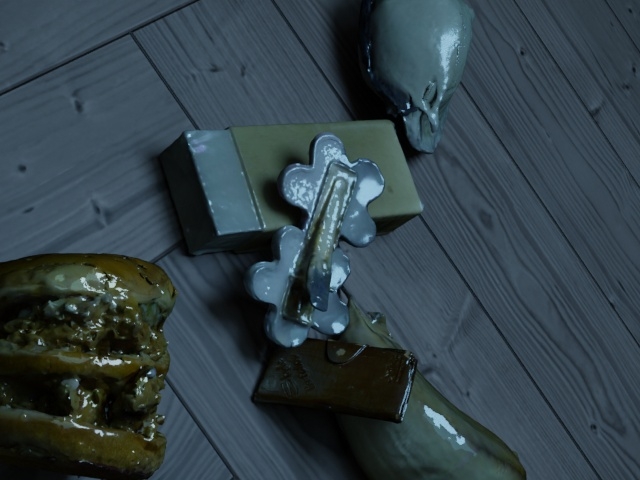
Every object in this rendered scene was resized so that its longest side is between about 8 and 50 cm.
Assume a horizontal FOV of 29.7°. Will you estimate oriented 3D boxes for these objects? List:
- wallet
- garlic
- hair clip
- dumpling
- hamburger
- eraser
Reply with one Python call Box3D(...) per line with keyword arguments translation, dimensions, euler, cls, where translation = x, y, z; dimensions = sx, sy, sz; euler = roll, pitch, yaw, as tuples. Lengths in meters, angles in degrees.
Box3D(translation=(0.019, 0.156, 1.384), dimensions=(0.026, 0.176, 0.095), euler=(69, 34, -48), cls="wallet")
Box3D(translation=(0.103, 0.212, 1.465), dimensions=(0.338, 0.151, 0.196), euler=(44, 25, 0), cls="garlic")
Box3D(translation=(-0.003, 0.001, 1.411), dimensions=(0.146, 0.075, 0.257), euler=(24, 66, -22), cls="hair clip")
Box3D(translation=(0.127, -0.260, 1.698), dimensions=(0.163, 0.204, 0.293), euler=(2, 81, -6), cls="dumpling")
Box3D(translation=(-0.254, 0.120, 1.138), dimensions=(0.245, 0.260, 0.211), euler=(1, 80, 7), cls="hamburger")
Box3D(translation=(-0.029, -0.071, 1.510), dimensions=(0.343, 0.078, 0.144), euler=(-8, 73, -41), cls="eraser")
